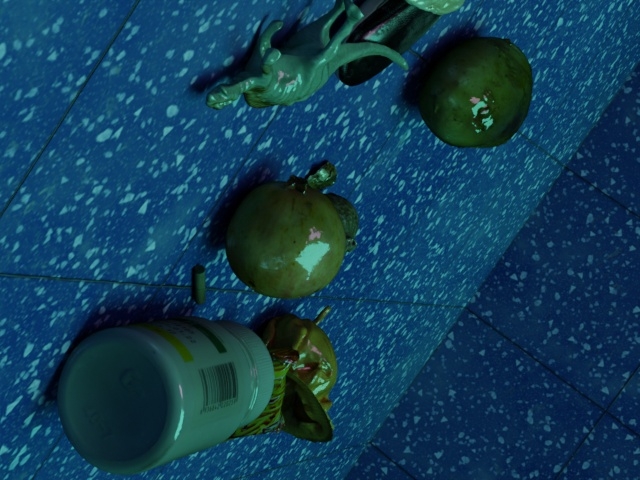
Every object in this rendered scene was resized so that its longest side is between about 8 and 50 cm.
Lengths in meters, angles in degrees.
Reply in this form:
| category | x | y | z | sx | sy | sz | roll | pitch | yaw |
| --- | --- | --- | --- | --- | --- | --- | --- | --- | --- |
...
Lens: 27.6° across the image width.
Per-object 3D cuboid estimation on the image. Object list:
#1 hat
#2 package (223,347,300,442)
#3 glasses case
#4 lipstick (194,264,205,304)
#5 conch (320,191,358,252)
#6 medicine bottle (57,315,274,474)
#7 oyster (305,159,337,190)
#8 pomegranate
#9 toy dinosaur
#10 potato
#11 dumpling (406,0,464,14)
| category | x | y | z | sx | sy | sz | roll | pitch | yaw |
| --- | --- | --- | --- | --- | --- | --- | --- | --- | --- |
| hat | -0.027 | 0.214 | 2.456 | 0.233 | 0.244 | 0.233 | -58 | 175 | -34 |
| package | -0.160 | 0.272 | 2.290 | 0.223 | 0.108 | 0.288 | -9 | 140 | -15 |
| glasses case | 0.127 | -0.347 | 1.955 | 0.314 | 0.075 | 0.122 | -45 | 160 | -25 |
| lipstick | -0.189 | 0.070 | 2.044 | 0.019 | 0.019 | 0.094 | -44 | 160 | -27 |
| conch | 0.000 | 0.000 | 2.182 | 0.130 | 0.207 | 0.155 | 33 | 102 | -28 |
| medicine bottle | -0.217 | 0.218 | 1.948 | 0.208 | 0.208 | 0.339 | -58 | 162 | 14 |
| oyster | 0.008 | -0.105 | 2.187 | 0.051 | 0.034 | 0.093 | -51 | 168 | 18 |
| pomegranate | -0.052 | -0.002 | 1.989 | 0.191 | 0.191 | 0.191 | -46 | 161 | -21 |
| toy dinosaur | 0.000 | -0.255 | 1.762 | 0.205 | 0.092 | 0.393 | -51 | 162 | 25 |
| potato | 0.281 | -0.261 | 2.345 | 0.210 | 0.173 | 0.307 | -58 | 164 | 23 |
| dumpling | 0.167 | -0.440 | 1.825 | 0.179 | 0.131 | 0.252 | -3 | 115 | -39 |
